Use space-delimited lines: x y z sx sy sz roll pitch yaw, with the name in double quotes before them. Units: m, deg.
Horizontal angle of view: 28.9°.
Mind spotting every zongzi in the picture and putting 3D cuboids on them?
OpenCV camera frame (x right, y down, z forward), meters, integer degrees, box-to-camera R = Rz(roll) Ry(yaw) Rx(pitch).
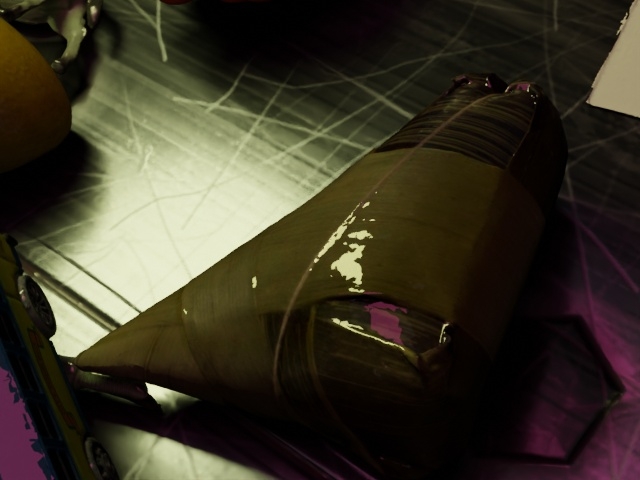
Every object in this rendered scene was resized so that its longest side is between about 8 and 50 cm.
"zongzi" 0.000 0.000 0.911 0.318 0.154 0.289 8 53 26

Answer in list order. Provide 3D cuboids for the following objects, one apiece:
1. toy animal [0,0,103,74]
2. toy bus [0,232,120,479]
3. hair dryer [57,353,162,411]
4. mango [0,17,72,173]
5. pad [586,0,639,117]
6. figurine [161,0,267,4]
"toy animal" -0.289 -0.248 1.188 0.217 0.073 0.176 19 50 20
"toy bus" -0.236 0.130 0.827 0.138 0.175 0.287 -27 75 1
"hair dryer" -0.290 0.124 0.955 0.267 0.092 0.229 39 82 21
"mango" -0.406 -0.142 1.067 0.384 0.221 0.199 15 34 1
"pad" 0.345 -0.138 0.984 0.232 0.004 0.156 17 65 24
"figurine" -0.085 -0.395 1.150 0.306 0.241 0.411 -20 45 -9
